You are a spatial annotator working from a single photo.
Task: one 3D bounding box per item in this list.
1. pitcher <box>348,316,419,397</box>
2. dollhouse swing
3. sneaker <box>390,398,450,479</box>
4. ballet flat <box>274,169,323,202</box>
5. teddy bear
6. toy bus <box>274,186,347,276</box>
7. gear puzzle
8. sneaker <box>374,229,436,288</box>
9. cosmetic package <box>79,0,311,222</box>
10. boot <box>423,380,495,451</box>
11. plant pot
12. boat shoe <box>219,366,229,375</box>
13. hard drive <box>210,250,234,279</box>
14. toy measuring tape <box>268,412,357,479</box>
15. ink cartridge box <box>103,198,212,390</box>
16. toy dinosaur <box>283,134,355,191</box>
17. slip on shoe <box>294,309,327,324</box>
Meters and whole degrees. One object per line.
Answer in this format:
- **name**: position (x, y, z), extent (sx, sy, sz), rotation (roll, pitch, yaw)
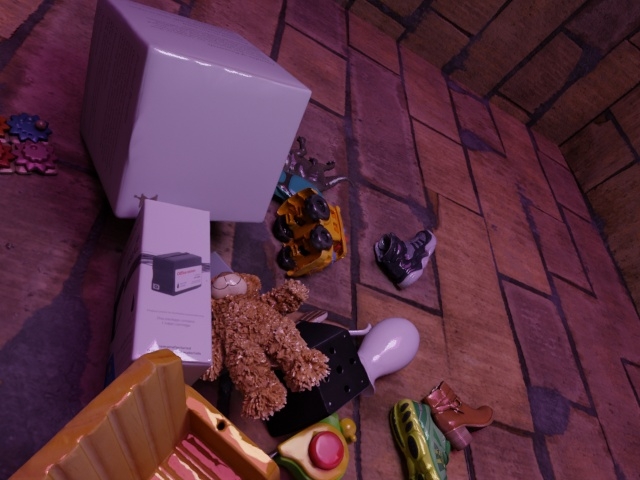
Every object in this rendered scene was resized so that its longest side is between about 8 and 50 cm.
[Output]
- **pitcher**: position (0.133, 0.261, 1.173), extent (0.207, 0.125, 0.178), rotation (-29, 62, -36)
- **dollhouse swing**: position (-0.210, 0.376, 0.615), extent (0.315, 0.305, 0.347), rotation (40, 50, 4)
- **sneaker**: position (0.256, 0.504, 1.067), extent (0.124, 0.109, 0.295), rotation (8, 52, -29)
- **ballet flat**: position (-0.106, -0.153, 1.328), extent (0.248, 0.087, 0.083), rotation (30, 57, -19)
- **teddy bear**: position (-0.127, 0.167, 0.873), extent (0.113, 0.245, 0.337), rotation (61, 6, -49)
- **toy bus**: position (0.000, 0.000, 1.267), extent (0.212, 0.150, 0.220), rotation (25, 45, -43)
- **gear puzzle**: position (-0.714, -0.211, 0.930), extent (0.339, 0.044, 0.175), rotation (-4, 61, -40)
- **sneaker**: position (0.263, 0.017, 1.468), extent (0.153, 0.101, 0.268), rotation (42, 44, -6)
- **cosmetic package**: position (-0.294, -0.277, 1.018), extent (0.328, 0.329, 0.393), rotation (1, 35, -38)
- **boot**: position (0.366, 0.436, 1.240), extent (0.197, 0.073, 0.152), rotation (-15, 63, -47)
- **plant pot**: position (-0.017, 0.271, 0.964), extent (0.188, 0.167, 0.187), rotation (-19, 86, -44)
- **boat shoe**: position (-0.178, 0.204, 1.001), extent (0.076, 0.080, 0.229), rotation (34, 44, 25)
- **hard drive**: position (-0.232, 0.098, 1.077), extent (0.135, 0.022, 0.094), rotation (47, 42, 3)
- **toy measuring tape**: position (-0.052, 0.438, 0.888), extent (0.330, 0.121, 0.121), rotation (-19, 70, -35)
- **ink cartridge box**: position (-0.295, 0.115, 0.862), extent (0.129, 0.223, 0.307), rotation (12, 51, -29)
- **toy dinosaur**: position (-0.047, -0.209, 1.424), extent (0.314, 0.121, 0.160), rotation (35, 54, -17)
- **slip on shoe**: position (-0.030, 0.207, 1.137), extent (0.135, 0.052, 0.041), rotation (-26, 115, -55)
